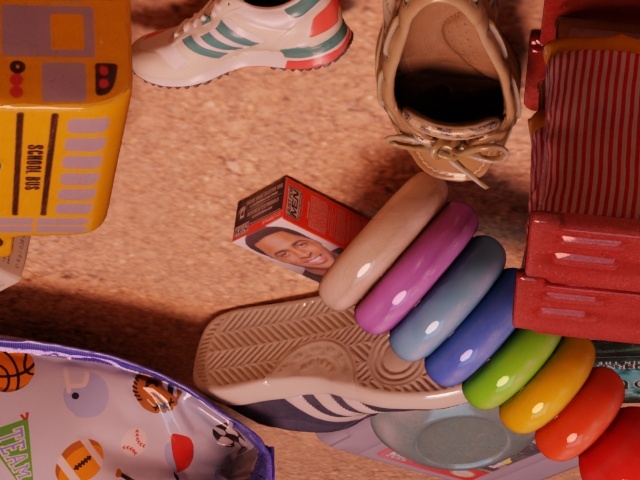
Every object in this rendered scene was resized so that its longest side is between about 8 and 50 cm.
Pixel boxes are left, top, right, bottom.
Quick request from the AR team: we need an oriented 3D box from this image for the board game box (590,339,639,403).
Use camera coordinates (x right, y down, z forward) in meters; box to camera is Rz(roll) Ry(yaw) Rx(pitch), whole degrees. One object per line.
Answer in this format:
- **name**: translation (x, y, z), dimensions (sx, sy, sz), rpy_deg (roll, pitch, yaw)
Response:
- **board game box**: translation (0.298, 0.137, 1.376), dimensions (0.186, 0.026, 0.126), rpy_deg (-2, 150, 13)

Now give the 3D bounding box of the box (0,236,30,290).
- **box**: translation (-0.381, -0.041, 1.091), dimensions (0.113, 0.094, 0.275), rpy_deg (-21, 141, 39)

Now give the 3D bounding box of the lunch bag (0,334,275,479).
- **lunch bag**: translation (-0.257, 0.237, 1.398), dimensions (0.385, 0.239, 0.328), rpy_deg (8, 167, -11)

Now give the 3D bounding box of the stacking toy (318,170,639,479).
- **stacking toy**: translation (0.160, 0.099, 1.055), dimensions (0.330, 0.141, 0.141), rpy_deg (42, 148, 3)

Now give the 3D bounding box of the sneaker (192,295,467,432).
- **sneaker**: translation (0.048, 0.126, 1.300), dimensions (0.350, 0.131, 0.148), rpy_deg (-3, 150, 35)

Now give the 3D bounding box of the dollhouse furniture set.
- **dollhouse furniture set**: translation (0.315, -0.045, 0.856), dimensions (0.374, 0.201, 0.152), rpy_deg (5, 152, 3)

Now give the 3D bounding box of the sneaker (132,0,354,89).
- **sneaker**: translation (-0.062, -0.152, 0.890), dimensions (0.161, 0.057, 0.075), rpy_deg (-4, 134, 18)

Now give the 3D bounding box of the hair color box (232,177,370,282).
- **hair color box**: translation (0.000, 0.000, 1.156), dimensions (0.141, 0.043, 0.072), rpy_deg (26, 146, -32)

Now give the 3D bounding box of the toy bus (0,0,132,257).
- **toy bus**: translation (-0.212, -0.080, 0.935), dimensions (0.130, 0.108, 0.332), rpy_deg (-2, 164, -13)

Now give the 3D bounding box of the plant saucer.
- **plant saucer**: translation (0.151, 0.202, 1.409), dimensions (0.195, 0.037, 0.195), rpy_deg (-1, 138, 0)

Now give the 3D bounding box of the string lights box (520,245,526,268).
- **string lights box**: translation (0.242, -0.003, 1.074), dimensions (0.133, 0.076, 0.259), rpy_deg (3, 151, 3)

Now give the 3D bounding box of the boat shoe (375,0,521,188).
- **boat shoe**: translation (0.081, -0.111, 0.889), dimensions (0.105, 0.089, 0.285), rpy_deg (-1, 151, 11)

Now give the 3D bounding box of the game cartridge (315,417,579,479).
- **game cartridge**: translation (0.164, 0.222, 1.531), dimensions (0.294, 0.060, 0.196), rpy_deg (19, 145, -24)
